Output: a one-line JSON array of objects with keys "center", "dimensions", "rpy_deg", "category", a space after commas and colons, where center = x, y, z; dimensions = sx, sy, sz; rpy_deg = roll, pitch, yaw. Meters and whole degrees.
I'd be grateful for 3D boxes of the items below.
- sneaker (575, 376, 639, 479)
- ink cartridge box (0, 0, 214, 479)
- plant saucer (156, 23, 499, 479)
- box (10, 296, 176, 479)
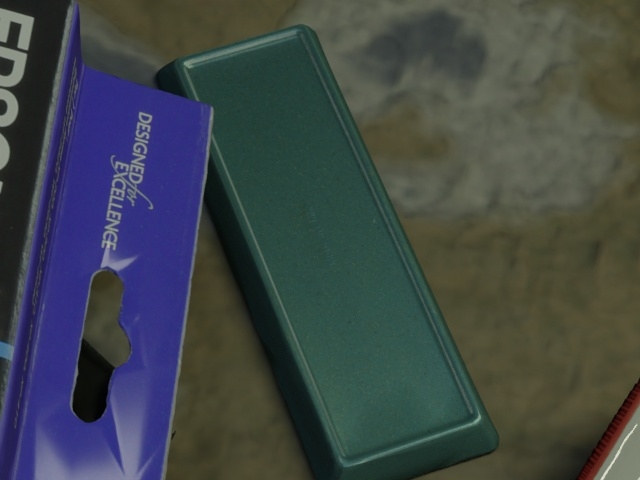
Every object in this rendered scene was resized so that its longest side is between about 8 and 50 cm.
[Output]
[{"center": [0.108, 0.147, 0.561], "dimensions": [0.128, 0.087, 0.221], "rpy_deg": [29, 65, 14], "category": "sneaker"}, {"center": [-0.134, 0.007, 0.535], "dimensions": [0.208, 0.045, 0.206], "rpy_deg": [14, 58, -16], "category": "ink cartridge box"}, {"center": [0.000, 0.000, 0.674], "dimensions": [0.067, 0.018, 0.192], "rpy_deg": [-17, 63, -13], "category": "plant saucer"}, {"center": [-0.240, 0.081, 0.524], "dimensions": [0.257, 0.079, 0.322], "rpy_deg": [41, 56, 6], "category": "box"}]
